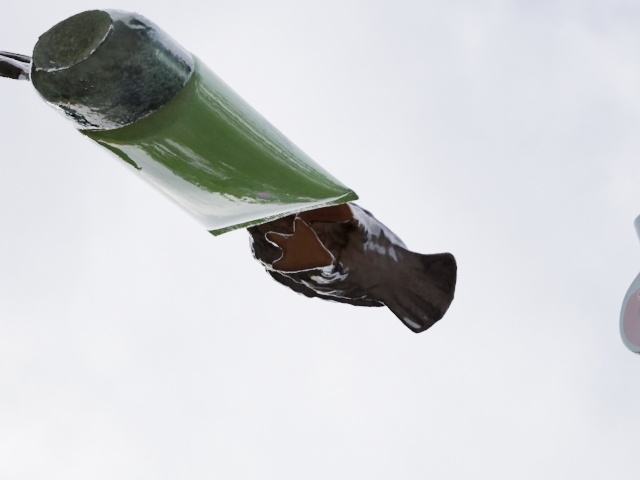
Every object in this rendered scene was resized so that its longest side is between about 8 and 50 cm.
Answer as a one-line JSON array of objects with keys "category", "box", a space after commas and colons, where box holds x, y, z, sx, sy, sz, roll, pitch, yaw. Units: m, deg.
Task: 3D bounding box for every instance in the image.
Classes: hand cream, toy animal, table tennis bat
[{"category": "hand cream", "box": [-0.062, -0.049, 0.490, 0.095, 0.175, 0.046, -15, -119, 26]}, {"category": "toy animal", "box": [0.000, 0.000, 1.083, 0.298, 0.185, 0.122, 23, -101, -7]}, {"category": "table tennis bat", "box": [0.421, 0.044, 1.249, 0.040, 0.244, 0.153, 31, -55, -15]}]

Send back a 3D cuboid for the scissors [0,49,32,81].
[{"category": "scissors", "box": [-0.270, -0.158, 0.977, 0.300, 0.109, 0.022, 20, -73, 43]}]
